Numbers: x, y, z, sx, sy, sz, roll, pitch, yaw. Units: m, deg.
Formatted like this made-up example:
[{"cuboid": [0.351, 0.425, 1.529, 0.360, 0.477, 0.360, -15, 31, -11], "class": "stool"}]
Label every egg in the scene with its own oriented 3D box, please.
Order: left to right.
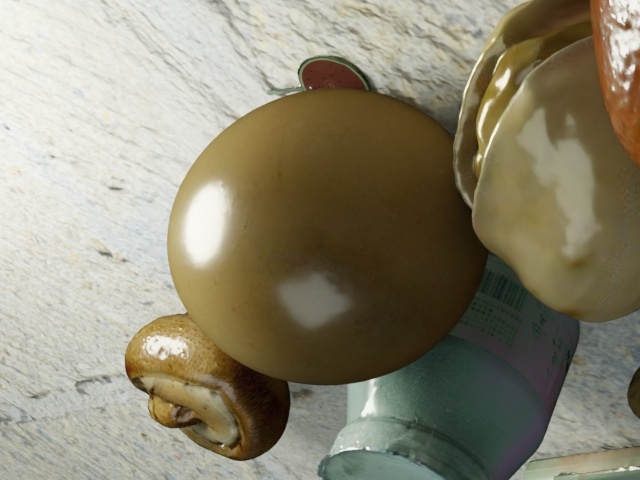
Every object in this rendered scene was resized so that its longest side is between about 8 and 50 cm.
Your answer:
[{"cuboid": [0.000, 0.000, 1.419, 0.301, 0.301, 0.374, 42, 144, -21], "class": "egg"}]

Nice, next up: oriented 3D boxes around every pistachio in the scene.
[{"cuboid": [0.240, -0.068, 1.235, 0.238, 0.229, 0.321, -20, 130, -2], "class": "pistachio"}]

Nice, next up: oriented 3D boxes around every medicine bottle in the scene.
[{"cuboid": [0.140, 0.181, 1.577, 0.245, 0.290, 0.245, 19, 146, 14], "class": "medicine bottle"}]

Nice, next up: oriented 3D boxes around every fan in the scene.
[{"cuboid": [-0.005, -0.163, 1.472, 0.133, 0.005, 0.085, -2, 138, 36], "class": "fan"}]

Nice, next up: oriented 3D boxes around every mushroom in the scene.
[{"cuboid": [-0.155, 0.199, 1.943, 0.253, 0.153, 0.253, 21, 147, 15], "class": "mushroom"}]

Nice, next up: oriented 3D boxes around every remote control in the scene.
[{"cuboid": [0.421, 0.323, 1.788, 0.145, 0.050, 0.344, 43, 145, -23], "class": "remote control"}]

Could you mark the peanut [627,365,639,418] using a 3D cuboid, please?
[{"cuboid": [0.395, 0.143, 1.523, 0.089, 0.089, 0.193, 23, 145, 8], "class": "peanut"}]

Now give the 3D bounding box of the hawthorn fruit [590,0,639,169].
[{"cuboid": [0.316, -0.196, 0.957, 0.284, 0.285, 0.369, -2, 120, 38], "class": "hawthorn fruit"}]
